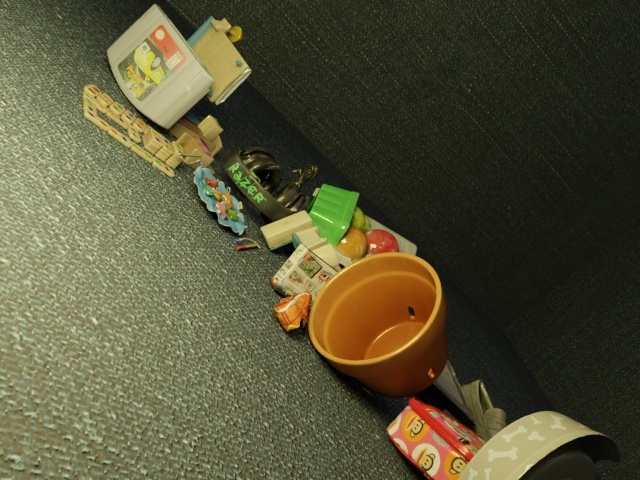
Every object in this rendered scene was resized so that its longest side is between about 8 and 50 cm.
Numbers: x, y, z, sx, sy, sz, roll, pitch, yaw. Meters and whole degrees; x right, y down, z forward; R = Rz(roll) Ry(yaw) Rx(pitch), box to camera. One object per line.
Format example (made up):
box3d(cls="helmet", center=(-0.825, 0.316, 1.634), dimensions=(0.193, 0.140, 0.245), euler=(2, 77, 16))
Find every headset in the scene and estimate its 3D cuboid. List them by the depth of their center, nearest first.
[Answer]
box3d(cls="headset", center=(-0.112, -0.154, 1.821), dimensions=(0.243, 0.185, 0.394), euler=(50, 9, 9))

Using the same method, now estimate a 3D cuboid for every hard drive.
box3d(cls="hard drive", center=(0.301, 0.361, 1.903), dimensions=(0.237, 0.064, 0.339), euler=(44, 12, -16))

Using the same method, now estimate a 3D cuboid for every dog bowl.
box3d(cls="dog bowl", center=(0.379, 0.462, 1.236), dimensions=(0.349, 0.348, 0.102), euler=(37, 3, -40))

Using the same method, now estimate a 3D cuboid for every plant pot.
box3d(cls="plant pot", center=(0.145, 0.197, 1.453), dimensions=(0.203, 0.291, 0.290), euler=(59, 2, -38))

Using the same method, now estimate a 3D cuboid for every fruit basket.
box3d(cls="fruit basket", center=(0.105, 0.012, 1.897), dimensions=(0.353, 0.165, 0.327), euler=(35, 29, -9))

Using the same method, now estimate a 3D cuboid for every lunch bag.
box3d(cls="lunch bag", center=(0.272, 0.439, 1.391), dimensions=(0.293, 0.120, 0.258), euler=(37, -1, -41))

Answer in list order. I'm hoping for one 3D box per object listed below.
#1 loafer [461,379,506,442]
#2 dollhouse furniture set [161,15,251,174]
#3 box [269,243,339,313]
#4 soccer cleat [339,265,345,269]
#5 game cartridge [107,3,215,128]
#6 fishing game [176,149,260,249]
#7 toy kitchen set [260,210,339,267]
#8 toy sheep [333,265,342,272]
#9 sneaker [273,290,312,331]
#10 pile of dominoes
box3d(cls="loafer", center=(0.459, 0.505, 1.863), dimensions=(0.112, 0.111, 0.319), euler=(40, 14, -32))
box3d(cls="dollhouse furniture set", center=(-0.244, -0.359, 1.744), dimensions=(0.286, 0.303, 0.198), euler=(54, 15, 29))
box3d(cls="box", center=(-0.004, 0.107, 1.529), dimensions=(0.207, 0.114, 0.036), euler=(39, 1, -35))
box3d(cls="soccer cleat", center=(0.107, 0.083, 2.046), dimensions=(0.121, 0.093, 0.289), euler=(49, 12, 17))
box3d(cls="game cartridge", center=(-0.398, -0.417, 1.652), dimensions=(0.294, 0.196, 0.060), euler=(53, 13, 25))
box3d(cls="fishing game", center=(-0.219, -0.095, 1.550), dimensions=(0.264, 0.041, 0.189), euler=(58, 13, 6))
box3d(cls="toy kitchen set", center=(-0.040, 0.060, 1.647), dimensions=(0.207, 0.122, 0.166), euler=(-126, -162, -52))
box3d(cls="toy sheep", center=(0.019, 0.097, 1.723), dimensions=(0.091, 0.091, 0.132), euler=(44, 18, -14))
box3d(cls="sneaker", center=(-0.053, 0.148, 1.411), dimensions=(0.067, 0.064, 0.175), euler=(67, 17, -3))
box3d(cls="pile of dominoes", center=(-0.404, -0.253, 1.486), dimensions=(0.251, 0.040, 0.196), euler=(38, 15, -39))
